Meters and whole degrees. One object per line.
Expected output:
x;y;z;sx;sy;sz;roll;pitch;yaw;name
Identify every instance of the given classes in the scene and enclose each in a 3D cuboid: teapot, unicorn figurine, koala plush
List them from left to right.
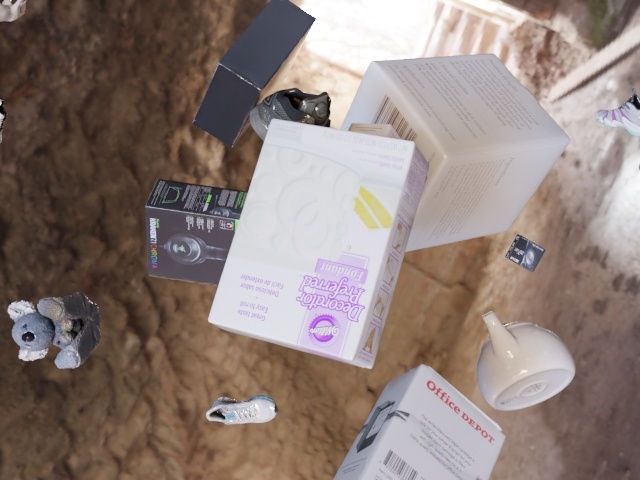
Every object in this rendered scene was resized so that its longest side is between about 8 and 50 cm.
-0.637;-0.450;1.714;0.162;0.060;0.111;-13;-38;-45;unicorn figurine
-0.719;0.237;2.339;0.203;0.221;0.196;-50;-54;-73;koala plush
0.485;0.286;2.149;0.256;0.253;0.187;111;147;-48;teapot

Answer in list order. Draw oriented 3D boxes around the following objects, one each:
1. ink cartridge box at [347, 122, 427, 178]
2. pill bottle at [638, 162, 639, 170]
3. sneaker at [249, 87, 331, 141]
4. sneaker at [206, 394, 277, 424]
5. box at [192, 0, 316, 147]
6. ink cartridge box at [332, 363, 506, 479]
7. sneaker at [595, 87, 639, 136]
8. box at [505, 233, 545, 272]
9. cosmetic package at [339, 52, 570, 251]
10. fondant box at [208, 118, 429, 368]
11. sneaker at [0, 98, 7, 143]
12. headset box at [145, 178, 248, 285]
0.086;-0.076;1.654;0.172;0.100;0.237;48;-120;-43;ink cartridge box
0.529;-0.019;1.082;0.152;0.272;0.152;-31;-3;-2;pill bottle
-0.008;-0.165;1.491;0.130;0.227;0.087;-32;10;45;sneaker
-0.199;0.432;2.194;0.083;0.191;0.071;-21;-78;-66;sneaker
-0.129;-0.337;1.740;0.261;0.103;0.184;-60;2;-39;box
0.164;0.390;1.496;0.121;0.211;0.289;-40;11;50;ink cartridge box
0.487;-0.212;1.403;0.038;0.098;0.069;-23;-54;-34;sneaker
0.507;0.032;2.178;0.067;0.083;0.018;-61;19;1;box
0.294;-0.213;2.090;0.394;0.329;0.327;-10;-37;-32;cosmetic package
0.000;0.000;1.314;0.096;0.238;0.330;36;-112;-65;fondant box
-0.692;-0.254;1.881;0.040;0.044;0.109;-81;-6;-60;sneaker
-0.306;-0.013;2.328;0.131;0.283;0.246;-80;-2;-50;headset box
